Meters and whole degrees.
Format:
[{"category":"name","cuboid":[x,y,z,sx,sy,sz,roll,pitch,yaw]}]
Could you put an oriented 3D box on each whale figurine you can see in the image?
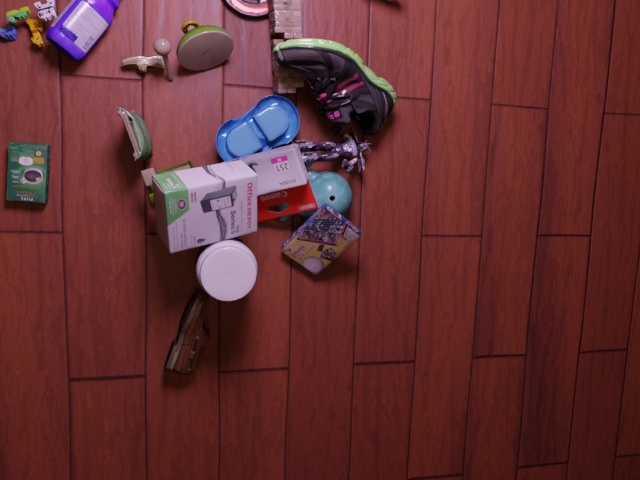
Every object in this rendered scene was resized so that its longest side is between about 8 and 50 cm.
[{"category":"whale figurine","cuboid":[-0.021,-0.138,1.824,0.272,0.141,0.216,-12,101,-10]}]

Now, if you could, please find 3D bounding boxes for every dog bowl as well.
[{"category":"dog bowl","cuboid":[-0.212,-0.363,1.781,0.297,0.074,0.165,-35,104,-6]}]

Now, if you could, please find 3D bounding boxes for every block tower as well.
[{"category":"block tower","cuboid":[-0.113,-0.656,1.735,0.091,0.097,0.335,-7,108,-17]}]

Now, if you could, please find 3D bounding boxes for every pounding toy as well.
[{"category":"pounding toy","cuboid":[-0.402,-0.627,1.668,0.237,0.183,0.110,-21,77,-7]}]

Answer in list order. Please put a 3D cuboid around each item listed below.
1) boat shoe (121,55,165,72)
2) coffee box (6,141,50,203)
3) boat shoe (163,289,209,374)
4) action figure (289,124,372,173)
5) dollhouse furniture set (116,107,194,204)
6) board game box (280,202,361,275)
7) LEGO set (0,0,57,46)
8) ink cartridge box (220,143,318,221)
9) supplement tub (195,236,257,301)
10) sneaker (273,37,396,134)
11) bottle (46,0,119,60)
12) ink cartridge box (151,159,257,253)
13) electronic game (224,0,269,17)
[{"category":"boat shoe","cuboid":[-0.559,-0.556,1.681,0.136,0.050,0.045,-9,94,-12]},{"category":"coffee box","cuboid":[-0.907,-0.210,1.650,0.113,0.040,0.184,3,97,-14]},{"category":"boat shoe","cuboid":[-0.433,0.314,1.813,0.105,0.110,0.307,20,102,-19]},{"category":"action figure","cuboid":[0.045,-0.307,1.822,0.285,0.099,0.185,-10,65,-13]},{"category":"dollhouse furniture set","cuboid":[-0.497,-0.280,1.658,0.151,0.197,0.301,-19,102,-9]},{"category":"board game box","cuboid":[0.000,0.000,1.830,0.165,0.042,0.243,36,123,-18]},{"category":"LEGO set","cuboid":[-0.877,-0.623,1.573,0.227,0.087,0.093,-22,87,-10]},{"category":"ink cartridge box","cuboid":[-0.170,-0.169,1.734,0.275,0.060,0.238,-12,117,15]},{"category":"supplement tub","cuboid":[-0.306,0.083,1.717,0.191,0.272,0.191,-2,99,-13]},{"category":"sneaker","cuboid":[0.056,-0.488,1.708,0.483,0.185,0.202,22,84,-34]},{"category":"bottle","cuboid":[-0.694,-0.681,1.598,0.282,0.092,0.118,-57,139,-9]},{"category":"ink cartridge box","cuboid":[-0.341,-0.107,1.602,0.289,0.121,0.211,-16,128,-29]},{"category":"electronic game","cuboid":[-0.221,-0.845,1.724,0.230,0.048,0.229,-2,98,-14]}]
